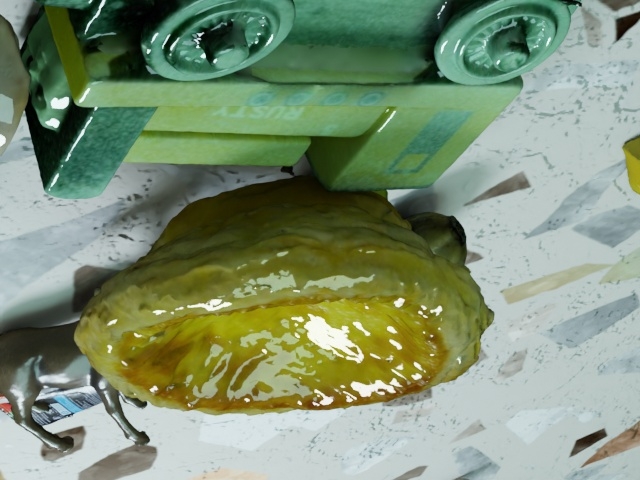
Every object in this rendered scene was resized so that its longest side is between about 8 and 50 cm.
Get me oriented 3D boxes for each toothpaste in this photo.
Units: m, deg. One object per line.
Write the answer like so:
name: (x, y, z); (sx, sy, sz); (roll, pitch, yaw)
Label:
toothpaste: (-0.203, 0.124, 1.427); (0.194, 0.045, 0.071); (-23, 143, 14)

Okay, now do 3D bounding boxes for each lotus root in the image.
lotus root: (0.063, 0.039, 1.423); (0.179, 0.080, 0.089); (-40, 105, 20)

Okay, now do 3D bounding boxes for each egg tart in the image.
egg tart: (-0.027, 0.039, 1.199); (0.319, 0.128, 0.319); (-4, 154, -2)

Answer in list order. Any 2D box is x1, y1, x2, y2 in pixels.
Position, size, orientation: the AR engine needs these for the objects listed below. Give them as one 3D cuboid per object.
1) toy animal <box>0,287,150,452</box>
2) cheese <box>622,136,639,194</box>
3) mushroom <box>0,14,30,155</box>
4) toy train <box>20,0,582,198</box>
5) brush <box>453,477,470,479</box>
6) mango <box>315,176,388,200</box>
toy animal: (-0.179, 0.092, 1.325); (0.214, 0.093, 0.186); (-6, 124, 0)
cheese: (0.388, -0.087, 1.458); (0.171, 0.126, 0.093); (-43, 152, -5)
mushroom: (-0.305, -0.050, 0.872); (0.297, 0.297, 0.290); (-49, 176, 38)
toy train: (-0.021, -0.136, 1.014); (0.397, 0.160, 0.253); (-2, 151, -33)
brush: (0.058, 0.381, 2.005); (0.313, 0.072, 0.067); (-28, 137, 7)
mango: (0.000, 0.000, 1.323); (0.091, 0.074, 0.165); (-1, 144, -36)
